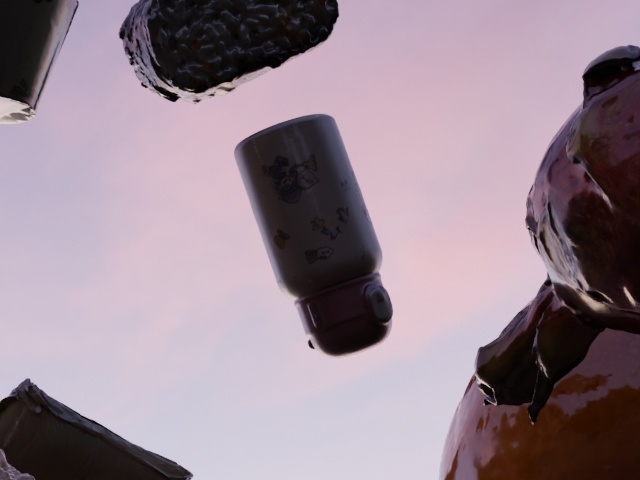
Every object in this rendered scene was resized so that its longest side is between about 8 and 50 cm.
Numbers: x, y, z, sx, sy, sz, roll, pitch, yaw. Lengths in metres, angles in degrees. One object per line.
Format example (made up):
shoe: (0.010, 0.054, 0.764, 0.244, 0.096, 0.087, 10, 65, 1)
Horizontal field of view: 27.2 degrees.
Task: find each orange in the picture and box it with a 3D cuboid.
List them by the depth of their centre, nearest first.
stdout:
orange: (0.214, 0.144, 0.800, 0.284, 0.226, 0.283, -3, -57, -5)

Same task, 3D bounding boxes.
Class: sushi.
sushi: (-0.096, -0.233, 1.427, 0.225, 0.126, 0.136, -26, -78, -29)

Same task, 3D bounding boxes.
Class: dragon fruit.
dragon fruit: (0.138, 0.006, 0.609, 0.125, 0.125, 0.246, -28, -24, -47)

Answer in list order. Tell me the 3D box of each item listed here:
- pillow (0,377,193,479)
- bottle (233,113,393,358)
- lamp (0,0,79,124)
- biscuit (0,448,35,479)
pillow: (-0.237, 0.222, 1.268, 0.208, 0.053, 0.119, 33, -73, -13)
bottle: (0.000, 0.000, 1.295, 0.110, 0.233, 0.110, -19, -6, -2)
lamp: (-0.234, -0.196, 0.956, 0.121, 0.214, 0.121, 3, -14, 1)
biscuit: (-0.245, 0.189, 0.836, 0.144, 0.224, 0.033, -37, -67, -23)
